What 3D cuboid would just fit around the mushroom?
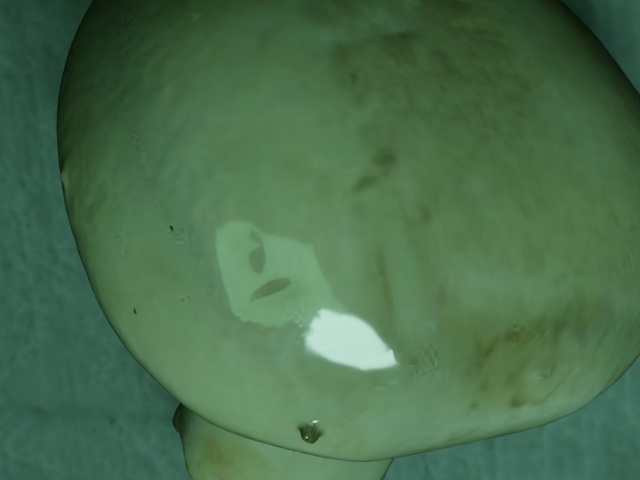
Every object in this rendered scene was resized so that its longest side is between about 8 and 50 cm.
[{"bbox_3d":[0.000,0.000,0.882,0.292,0.292,0.290,32,134,1],"label":"mushroom"}]
